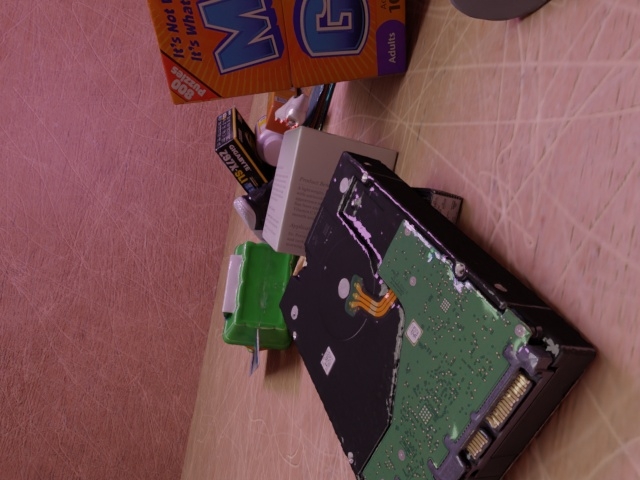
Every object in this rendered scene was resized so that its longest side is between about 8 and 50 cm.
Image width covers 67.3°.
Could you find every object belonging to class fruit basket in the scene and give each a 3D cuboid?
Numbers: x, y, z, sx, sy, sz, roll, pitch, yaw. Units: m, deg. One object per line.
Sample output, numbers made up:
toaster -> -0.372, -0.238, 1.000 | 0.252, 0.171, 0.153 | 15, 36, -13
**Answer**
fruit basket -> -0.155, 0.148, 1.154 | 0.353, 0.165, 0.327 | 131, 146, -66

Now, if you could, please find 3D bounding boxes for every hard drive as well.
hard drive -> 0.067, 0.081, 0.486 | 0.237, 0.064, 0.339 | -67, 31, 23

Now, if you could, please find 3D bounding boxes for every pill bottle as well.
pill bottle -> -0.137, -0.300, 1.451 | 0.215, 0.117, 0.117 | -107, 32, -58

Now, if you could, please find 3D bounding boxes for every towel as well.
towel -> -0.026, -0.410, 1.290 | 0.370, 0.040, 0.272 | -110, 35, -60

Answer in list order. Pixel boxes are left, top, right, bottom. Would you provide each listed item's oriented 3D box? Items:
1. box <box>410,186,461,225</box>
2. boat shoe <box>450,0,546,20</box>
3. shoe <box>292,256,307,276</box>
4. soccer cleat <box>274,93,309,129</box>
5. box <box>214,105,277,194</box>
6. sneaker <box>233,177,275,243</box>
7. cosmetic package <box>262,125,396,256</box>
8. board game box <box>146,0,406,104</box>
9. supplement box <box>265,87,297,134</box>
box -> 0.090, 0.027, 0.603 | 0.184, 0.045, 0.191 | -153, 75, -69
boat shoe -> 0.206, -0.318, 0.319 | 0.367, 0.135, 0.157 | 134, 147, -78
shoe -> 0.000, 0.000, 0.925 | 0.076, 0.058, 0.219 | -10, -62, -74
soccer cleat -> -0.065, -0.316, 1.183 | 0.076, 0.068, 0.196 | -61, 18, 4
box -> -0.215, -0.245, 1.471 | 0.079, 0.257, 0.322 | -29, 30, 7
sneaker -> -0.116, -0.068, 1.269 | 0.101, 0.153, 0.268 | 52, 176, 24
cosmetic package -> 0.006, -0.069, 0.760 | 0.151, 0.151, 0.184 | -150, 72, -73
board game box -> -0.089, -0.458, 0.778 | 0.356, 0.356, 0.356 | -110, 12, -61
supplement box -> -0.111, -0.393, 1.376 | 0.233, 0.080, 0.078 | -92, 22, -50
